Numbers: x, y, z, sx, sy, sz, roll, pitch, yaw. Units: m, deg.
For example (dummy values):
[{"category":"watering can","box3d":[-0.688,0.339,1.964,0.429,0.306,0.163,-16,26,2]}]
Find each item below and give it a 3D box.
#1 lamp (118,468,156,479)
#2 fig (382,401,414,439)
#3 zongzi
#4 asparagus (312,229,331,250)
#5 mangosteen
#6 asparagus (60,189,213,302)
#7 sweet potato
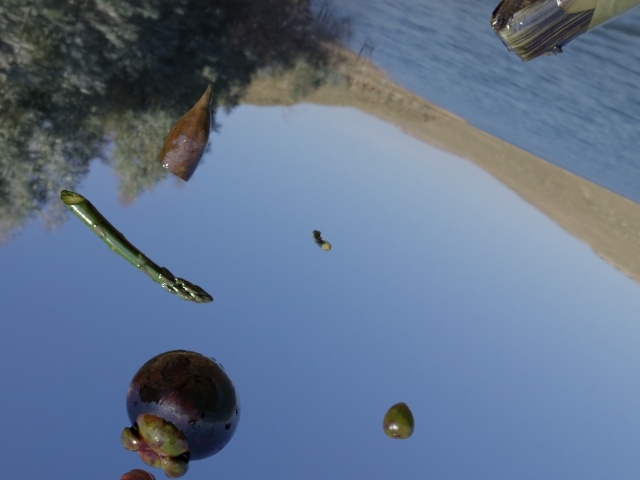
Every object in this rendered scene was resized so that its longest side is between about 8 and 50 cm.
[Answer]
[{"category":"lamp","box3d":[-0.367,0.509,1.481,0.092,0.107,0.107,3,-176,23]},{"category":"fig","box3d":[0.181,0.410,1.709,0.074,0.074,0.088,23,-124,-10]},{"category":"zongzi","box3d":[0.476,-0.409,1.255,0.154,0.289,0.317,41,-178,-34]},{"category":"asparagus","box3d":[0.000,0.000,1.111,0.015,0.018,0.127,50,180,-12]},{"category":"mangosteen","box3d":[-0.234,0.284,1.251,0.210,0.210,0.210,24,-167,-6]},{"category":"asparagus","box3d":[-0.236,0.013,0.945,0.236,0.034,0.027,40,153,-8]},{"category":"sweet potato","box3d":[-0.149,-0.127,0.862,0.049,0.117,0.049,25,-170,-4]}]
